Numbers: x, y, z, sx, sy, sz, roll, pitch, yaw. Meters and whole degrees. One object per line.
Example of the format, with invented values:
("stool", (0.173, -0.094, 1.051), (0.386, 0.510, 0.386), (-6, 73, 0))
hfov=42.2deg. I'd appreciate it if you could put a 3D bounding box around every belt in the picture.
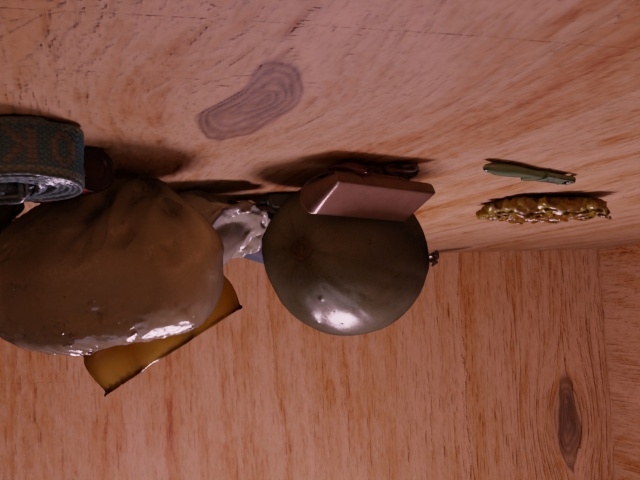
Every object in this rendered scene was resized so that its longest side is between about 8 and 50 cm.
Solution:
("belt", (-0.332, -0.079, 0.874), (0.163, 0.082, 0.148), (-7, 170, 34))

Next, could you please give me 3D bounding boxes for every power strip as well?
("power strip", (0.003, -0.071, 1.487), (0.253, 0.027, 0.060), (-2, 176, -3))

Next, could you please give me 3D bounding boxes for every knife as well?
("knife", (0.333, -0.104, 1.315), (0.043, 0.019, 0.293), (-9, 173, 42))

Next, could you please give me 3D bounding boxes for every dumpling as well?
("dumpling", (-0.196, -0.004, 1.409), (0.258, 0.146, 0.193), (-24, 154, 26))

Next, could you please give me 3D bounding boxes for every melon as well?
("melon", (0.041, 0.025, 1.339), (0.272, 0.271, 0.308), (-4, 146, 21))

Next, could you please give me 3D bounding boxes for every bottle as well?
("bottle", (-0.326, -0.077, 1.044), (0.060, 0.060, 0.164), (2, 174, -43))

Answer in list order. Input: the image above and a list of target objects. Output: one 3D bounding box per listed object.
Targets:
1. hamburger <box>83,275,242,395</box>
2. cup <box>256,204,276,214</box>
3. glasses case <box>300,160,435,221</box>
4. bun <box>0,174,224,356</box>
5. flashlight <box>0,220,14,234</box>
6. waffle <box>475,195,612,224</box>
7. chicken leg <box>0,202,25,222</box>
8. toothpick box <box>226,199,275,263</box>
("hamburger", (-0.393, 0.129, 1.801), (0.396, 0.277, 0.396), (-34, 178, -1))
("cup", (-0.124, -0.035, 1.614), (0.116, 0.074, 0.104), (-8, 175, 28))
("glasses case", (0.072, -0.087, 1.183), (0.194, 0.070, 0.102), (3, 145, -37))
("bun", (-0.314, 0.032, 1.173), (0.326, 0.234, 0.362), (-18, -167, -40))
("flashlight", (-0.617, 0.001, 1.689), (0.103, 0.103, 0.424), (-5, 177, 27))
("waffle", (0.463, -0.062, 1.738), (0.254, 0.052, 0.245), (0, 177, -13))
("chicken leg", (-0.564, -0.036, 1.013), (0.361, 0.140, 0.211), (-11, -161, -11))
("toothpick box", (-0.107, -0.007, 1.516), (0.153, 0.101, 0.101), (17, 178, 8))
